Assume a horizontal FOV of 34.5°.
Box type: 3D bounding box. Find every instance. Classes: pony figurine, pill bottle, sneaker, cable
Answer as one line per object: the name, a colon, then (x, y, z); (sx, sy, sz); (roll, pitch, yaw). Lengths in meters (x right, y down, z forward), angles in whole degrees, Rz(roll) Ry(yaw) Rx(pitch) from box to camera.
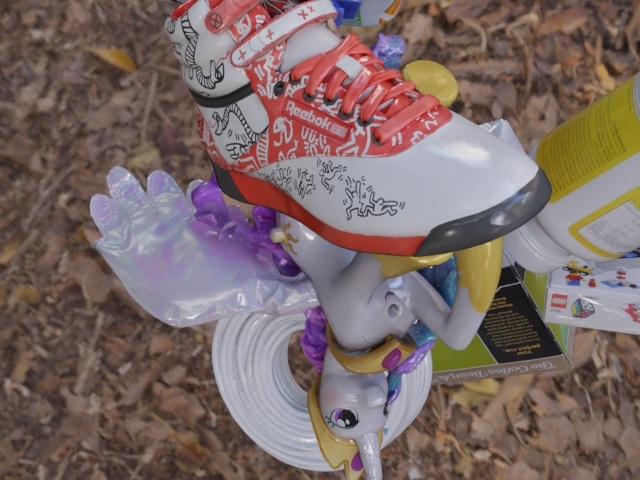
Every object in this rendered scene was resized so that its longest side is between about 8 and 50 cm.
pony figurine: (0.000, 0.000, 0.843); (0.303, 0.363, 0.351); (-16, 57, -24)
pill bottle: (0.208, -0.047, 0.713); (0.184, 0.103, 0.103); (-35, 44, 44)
sneaker: (0.003, -0.084, 0.586); (0.090, 0.145, 0.270); (-32, 29, -27)
cable: (-0.003, 0.142, 1.211); (0.257, 0.089, 0.257); (-21, 92, 27)

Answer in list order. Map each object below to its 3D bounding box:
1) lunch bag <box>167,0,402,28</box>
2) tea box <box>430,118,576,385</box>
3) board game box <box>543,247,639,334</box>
lunch bag: (-0.047, -0.307, 0.903); (0.304, 0.115, 0.243); (5, 67, -10)
tea box: (0.174, 0.037, 1.528); (0.329, 0.323, 0.220); (-11, 43, 29)
board game box: (0.425, 0.050, 1.221); (0.305, 0.053, 0.193); (7, 27, 13)
